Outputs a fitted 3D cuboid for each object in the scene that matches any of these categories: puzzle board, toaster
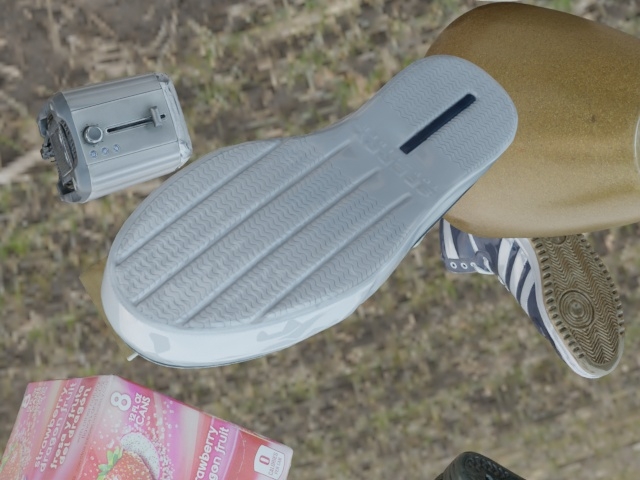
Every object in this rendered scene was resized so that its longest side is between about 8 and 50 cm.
[{"bbox_3d":[-0.161,0.044,1.333,0.096,0.128,0.011,-36,136,-4],"label":"puzzle board"},{"bbox_3d":[-0.243,-0.120,1.695,0.146,0.129,0.227,-17,180,-17],"label":"toaster"}]

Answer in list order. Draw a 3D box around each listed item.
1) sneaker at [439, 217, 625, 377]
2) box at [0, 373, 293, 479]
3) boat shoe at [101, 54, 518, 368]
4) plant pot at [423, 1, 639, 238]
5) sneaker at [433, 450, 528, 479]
[{"bbox_3d":[0.232,0.041,1.639,0.099,0.282,0.153,-17,164,-31],"label":"sneaker"},{"bbox_3d":[-0.153,0.253,0.950,0.154,0.299,0.142,27,159,-29],"label":"box"},{"bbox_3d":[0.000,0.000,0.870,0.335,0.121,0.119,-30,159,-41],"label":"boat shoe"},{"bbox_3d":[0.248,-0.101,1.342,0.237,0.237,0.254,9,-176,-32],"label":"plant pot"},{"bbox_3d":[0.166,0.283,1.319,0.227,0.087,0.130,30,124,-29],"label":"sneaker"}]
